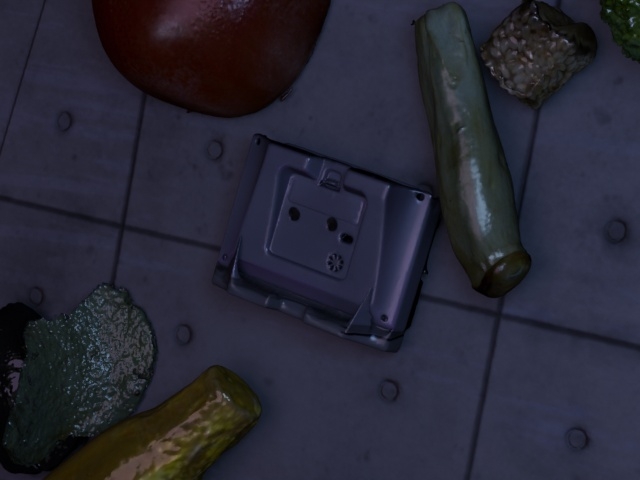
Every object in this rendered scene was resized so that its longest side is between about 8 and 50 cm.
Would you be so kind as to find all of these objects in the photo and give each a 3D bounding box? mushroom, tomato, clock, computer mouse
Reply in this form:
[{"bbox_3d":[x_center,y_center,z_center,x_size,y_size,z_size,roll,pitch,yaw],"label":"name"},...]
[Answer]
[{"bbox_3d":[0.155,-0.091,1.721,0.081,0.100,0.312,-12,82,-10],"label":"mushroom"},{"bbox_3d":[-0.150,-0.309,1.862,0.338,0.143,0.338,-2,86,28],"label":"tomato"},{"bbox_3d":[0.000,0.000,1.810,0.253,0.083,0.186,20,98,27],"label":"clock"},{"bbox_3d":[-0.369,0.182,2.007,0.122,0.073,0.217,-24,80,25],"label":"computer mouse"}]

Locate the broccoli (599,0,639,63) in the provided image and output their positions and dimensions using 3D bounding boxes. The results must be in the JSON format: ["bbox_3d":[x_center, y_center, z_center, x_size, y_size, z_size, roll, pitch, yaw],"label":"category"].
[{"bbox_3d":[0.388,-0.321,1.569,0.302,0.186,0.254,-38,33,22],"label":"broccoli"}]

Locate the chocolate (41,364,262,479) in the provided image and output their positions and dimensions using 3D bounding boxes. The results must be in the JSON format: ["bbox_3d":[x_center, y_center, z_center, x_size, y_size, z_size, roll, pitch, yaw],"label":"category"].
[{"bbox_3d":[-0.242,0.313,1.906,0.445,0.162,0.162,-40,72,17],"label":"chocolate"}]

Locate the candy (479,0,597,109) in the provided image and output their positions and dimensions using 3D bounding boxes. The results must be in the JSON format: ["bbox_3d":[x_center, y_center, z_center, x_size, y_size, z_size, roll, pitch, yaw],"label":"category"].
[{"bbox_3d":[0.226,-0.198,1.697,0.110,0.085,0.095,-50,60,23],"label":"candy"}]

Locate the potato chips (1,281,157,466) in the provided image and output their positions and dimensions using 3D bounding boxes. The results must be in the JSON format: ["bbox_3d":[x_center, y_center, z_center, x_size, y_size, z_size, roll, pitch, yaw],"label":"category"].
[{"bbox_3d":[-0.296,0.164,1.937,0.167,0.228,0.059,64,157,-11],"label":"potato chips"}]
